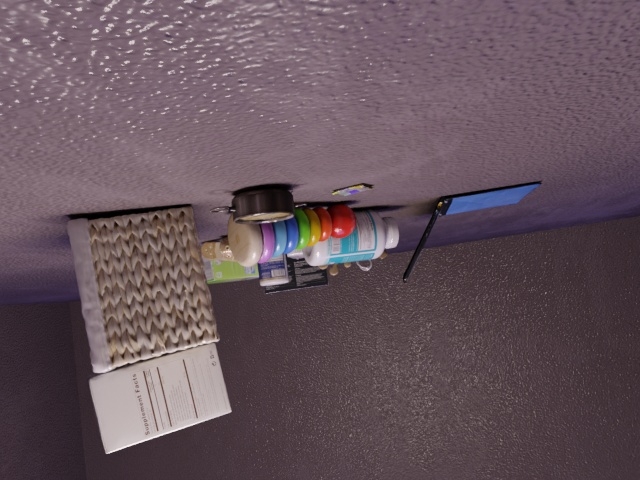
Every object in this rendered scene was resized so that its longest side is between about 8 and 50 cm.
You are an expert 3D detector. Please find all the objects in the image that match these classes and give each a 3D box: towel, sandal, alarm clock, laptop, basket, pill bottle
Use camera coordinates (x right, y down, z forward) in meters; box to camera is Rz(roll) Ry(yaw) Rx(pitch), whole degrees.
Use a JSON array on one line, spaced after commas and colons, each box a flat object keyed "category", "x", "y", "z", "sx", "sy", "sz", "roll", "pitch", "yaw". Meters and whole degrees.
[{"category": "towel", "x": 0.074, "y": -0.114, "z": 1.390, "sx": 0.083, "sy": 0.009, "sz": 0.060, "roll": -11, "pitch": 174, "yaw": 28}, {"category": "sandal", "x": -0.298, "y": 0.030, "z": 1.915, "sx": 0.240, "sy": 0.088, "sz": 0.079, "roll": -6, "pitch": -178, "yaw": 33}, {"category": "alarm clock", "x": -0.136, "y": -0.071, "z": 1.265, "sx": 0.192, "sy": 0.064, "sz": 0.129, "roll": -7, "pitch": 175, "yaw": -31}, {"category": "laptop", "x": 0.441, "y": -0.010, "z": 1.872, "sx": 0.237, "sy": 0.407, "sz": 0.382, "roll": 25, "pitch": 179, "yaw": 10}, {"category": "basket", "x": -0.402, "y": 0.106, "z": 1.412, "sx": 0.267, "sy": 0.331, "sz": 0.328, "roll": -12, "pitch": 176, "yaw": -14}, {"category": "pill bottle", "x": -0.156, "y": 0.055, "z": 1.943, "sx": 0.094, "sy": 0.169, "sz": 0.094, "roll": -7, "pitch": 174, "yaw": -1}, {"category": "pill bottle", "x": 0.085, "y": -0.011, "z": 1.739, "sx": 0.264, "sy": 0.146, "sz": 0.146, "roll": -5, "pitch": 174, "yaw": -20}]

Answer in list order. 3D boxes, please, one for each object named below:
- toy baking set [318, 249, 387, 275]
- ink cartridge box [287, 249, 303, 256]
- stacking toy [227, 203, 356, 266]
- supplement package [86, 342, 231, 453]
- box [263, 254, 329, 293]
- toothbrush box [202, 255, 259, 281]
[{"category": "toy baking set", "x": 0.093, "y": 0.033, "z": 2.086, "sx": 0.257, "sy": 0.196, "sz": 0.030, "roll": -12, "pitch": 141, "yaw": 3}, {"category": "ink cartridge box", "x": 0.000, "y": 0.000, "z": 2.001, "sx": 0.213, "sy": 0.093, "sz": 0.154, "roll": -10, "pitch": 174, "yaw": 6}, {"category": "stacking toy", "x": -0.057, "y": -0.029, "z": 1.521, "sx": 0.331, "sy": 0.141, "sz": 0.141, "roll": -10, "pitch": 176, "yaw": -32}, {"category": "supplement package", "x": -0.392, "y": 0.366, "z": 1.472, "sx": 0.293, "sy": 0.175, "sz": 0.177, "roll": -13, "pitch": 179, "yaw": -23}, {"category": "box", "x": -0.107, "y": 0.111, "z": 2.490, "sx": 0.262, "sy": 0.184, "sz": 0.103, "roll": -8, "pitch": 176, "yaw": 0}, {"category": "toothbrush box", "x": -0.344, "y": 0.096, "z": 2.340, "sx": 0.283, "sy": 0.122, "sz": 0.206, "roll": -5, "pitch": 174, "yaw": -42}]
